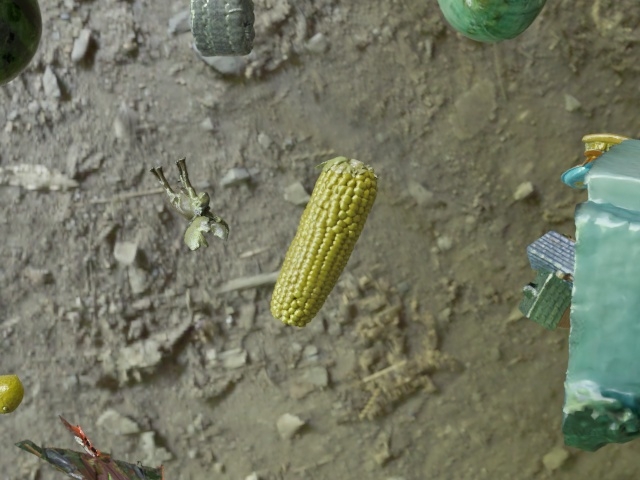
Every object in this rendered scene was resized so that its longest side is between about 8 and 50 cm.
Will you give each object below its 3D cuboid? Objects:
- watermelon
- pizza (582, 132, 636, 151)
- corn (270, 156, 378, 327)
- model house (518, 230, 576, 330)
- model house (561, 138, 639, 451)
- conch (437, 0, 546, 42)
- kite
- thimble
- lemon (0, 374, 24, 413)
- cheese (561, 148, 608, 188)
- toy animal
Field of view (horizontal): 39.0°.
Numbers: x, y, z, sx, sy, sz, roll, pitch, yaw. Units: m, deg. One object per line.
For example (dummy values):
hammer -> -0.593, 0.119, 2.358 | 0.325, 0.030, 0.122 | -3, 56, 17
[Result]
watermelon -> -0.640, -0.399, 1.578 | 0.285, 0.285, 0.285 | -8, 124, -12
pizza -> 0.466, -0.116, 1.415 | 0.123, 0.026, 0.108 | 19, 138, 23
corn -> 0.004, 0.002, 1.318 | 0.091, 0.091, 0.260 | 19, 98, -53
model house -> 0.496, 0.085, 1.896 | 0.172, 0.166, 0.183 | 9, 110, -50
model house -> 0.408, 0.042, 0.799 | 0.329, 0.295, 0.251 | 3, 106, 29
conch -> 0.197, -0.323, 1.065 | 0.122, 0.188, 0.176 | -31, 92, -2
kite -> -0.201, 0.228, 0.876 | 0.009, 0.189, 0.232 | -53, 146, -1
thimble -> -0.172, -0.400, 1.602 | 0.098, 0.150, 0.150 | -1, 125, 5
lemon -> -0.547, 0.264, 1.567 | 0.065, 0.092, 0.065 | -6, 121, -10
cheese -> 0.339, -0.089, 1.145 | 0.047, 0.017, 0.111 | 9, 160, -2
toy animal -> -0.258, -0.073, 1.798 | 0.094, 0.214, 0.186 | -23, 102, -14
